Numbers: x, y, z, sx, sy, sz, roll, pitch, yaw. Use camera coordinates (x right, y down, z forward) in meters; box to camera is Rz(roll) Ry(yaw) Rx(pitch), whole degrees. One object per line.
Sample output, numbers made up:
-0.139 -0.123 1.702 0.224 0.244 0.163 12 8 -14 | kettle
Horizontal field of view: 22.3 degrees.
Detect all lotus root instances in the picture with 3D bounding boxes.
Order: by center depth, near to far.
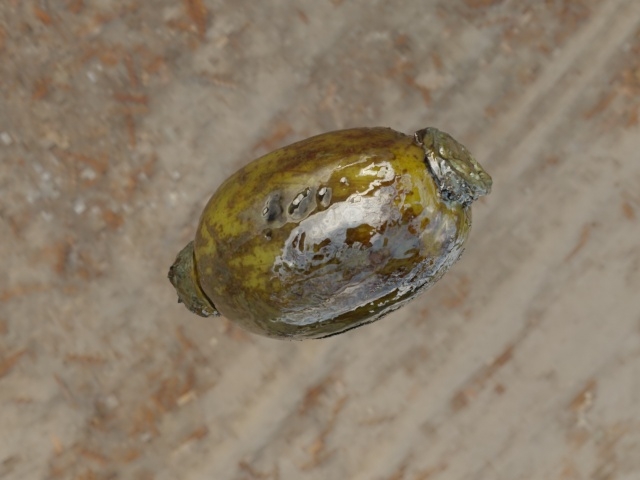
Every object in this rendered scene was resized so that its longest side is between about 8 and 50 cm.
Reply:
0.000 0.000 0.930 0.209 0.120 0.120 -23 144 26 | lotus root
